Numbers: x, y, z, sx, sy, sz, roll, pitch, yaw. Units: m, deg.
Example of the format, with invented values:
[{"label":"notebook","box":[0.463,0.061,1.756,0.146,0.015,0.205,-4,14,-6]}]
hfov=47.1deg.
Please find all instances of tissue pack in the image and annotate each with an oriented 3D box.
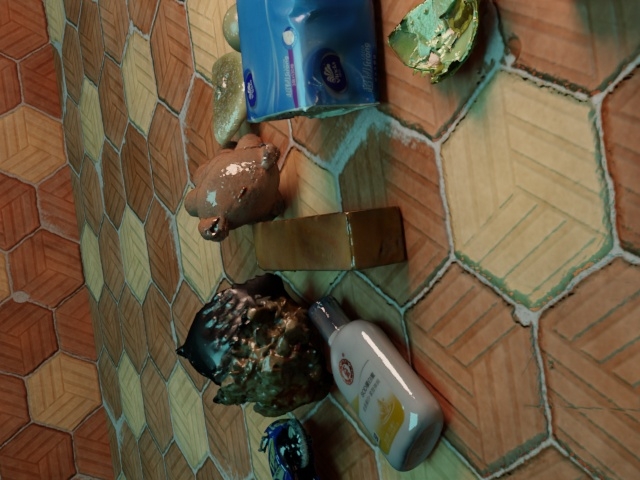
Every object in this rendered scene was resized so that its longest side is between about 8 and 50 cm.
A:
[{"label":"tissue pack","box":[-0.025,-0.312,1.065,0.198,0.146,0.263,4,101,59]}]

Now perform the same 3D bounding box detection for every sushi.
[{"label":"sushi","box":[-0.098,0.197,1.233,0.225,0.238,0.218,-44,61,12]}]

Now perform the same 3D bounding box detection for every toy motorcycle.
[{"label":"toy motorcycle","box":[-0.046,0.430,1.323,0.169,0.113,0.315,-133,36,-58]}]

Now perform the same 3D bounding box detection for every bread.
[{"label":"bread","box":[-0.165,-0.284,1.368,0.112,0.036,0.192,-30,56,42]}]

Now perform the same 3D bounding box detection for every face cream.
[{"label":"face cream","box":[0.073,0.195,1.100,0.291,0.071,0.143,54,139,38]}]

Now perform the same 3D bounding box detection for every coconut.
[{"label":"coconut","box":[0.147,-0.255,0.885,0.158,0.055,0.133,-18,83,60]}]

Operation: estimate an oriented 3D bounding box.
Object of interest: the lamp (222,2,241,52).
[{"label":"lamp","box":[-0.136,-0.383,1.301,0.163,0.091,0.090,-127,39,-61]}]

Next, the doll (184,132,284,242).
[{"label":"doll","box":[-0.149,-0.100,1.354,0.201,0.156,0.303,-50,20,3]}]

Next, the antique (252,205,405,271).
[{"label":"antique","box":[0.000,0.000,1.149,0.310,0.093,0.087,-4,94,59]}]
